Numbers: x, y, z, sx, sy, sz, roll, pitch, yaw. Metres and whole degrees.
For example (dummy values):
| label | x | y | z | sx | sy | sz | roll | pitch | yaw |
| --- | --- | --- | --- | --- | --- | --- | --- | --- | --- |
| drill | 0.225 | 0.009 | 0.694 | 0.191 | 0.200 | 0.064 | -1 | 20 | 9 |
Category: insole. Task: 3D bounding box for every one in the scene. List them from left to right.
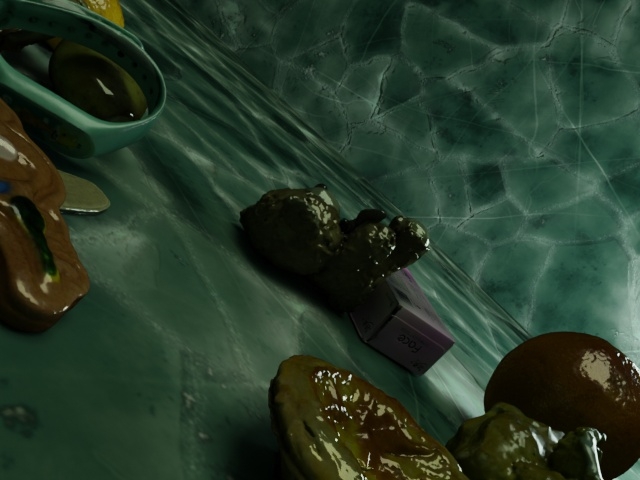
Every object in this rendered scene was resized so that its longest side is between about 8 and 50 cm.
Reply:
| label | x | y | z | sx | sy | sz | roll | pitch | yaw |
| --- | --- | --- | --- | --- | --- | --- | --- | --- | --- |
| insole | -0.298 | -0.059 | 0.684 | 0.081 | 0.011 | 0.248 | 46 | 13 | 14 |

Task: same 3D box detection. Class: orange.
| label | x | y | z | sx | sy | sz | roll | pitch | yaw |
| --- | --- | --- | --- | --- | --- | --- | --- | --- | --- |
| orange | 0.403 | 0.279 | 1.137 | 0.264 | 0.264 | 0.264 | 40 | 12 | -10 |

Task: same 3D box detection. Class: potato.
| label | x | y | z | sx | sy | sz | roll | pitch | yaw |
| --- | --- | --- | --- | --- | --- | --- | --- | --- | --- |
| potato | -0.317 | -0.228 | 0.987 | 0.149 | 0.113 | 0.251 | 41 | 22 | -36 |

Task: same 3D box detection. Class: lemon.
| label | x | y | z | sx | sy | sz | roll | pitch | yaw |
| --- | --- | --- | --- | --- | --- | --- | --- | --- | --- |
| lemon | -0.406 | -0.377 | 1.150 | 0.187 | 0.142 | 0.142 | 47 | 12 | 35 |

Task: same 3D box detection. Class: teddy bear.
| label | x | y | z | sx | sy | sz | roll | pitch | yaw |
| --- | --- | --- | --- | --- | --- | --- | --- | --- | --- |
| teddy bear | 0.000 | 0.000 | 1.083 | 0.256 | 0.156 | 0.267 | 36 | -26 | -30 |

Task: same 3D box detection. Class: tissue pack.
| label | x | y | z | sx | sy | sz | roll | pitch | yaw |
| --- | --- | --- | --- | --- | --- | --- | --- | --- | --- |
| tissue pack | 0.121 | 0.110 | 1.210 | 0.149 | 0.092 | 0.246 | 34 | 14 | -27 |

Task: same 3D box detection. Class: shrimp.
| label | x | y | z | sx | sy | sz | roll | pitch | yaw |
| --- | --- | --- | --- | --- | --- | --- | --- | --- | --- |
| shrimp | -0.420 | -0.293 | 0.925 | 0.146 | 0.061 | 0.267 | 3 | 32 | 12 |

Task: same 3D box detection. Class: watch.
| label | x | y | z | sx | sy | sz | roll | pitch | yaw |
| --- | --- | --- | --- | --- | --- | --- | --- | --- | --- |
| watch | -0.305 | -0.204 | 0.826 | 0.237 | 0.068 | 0.195 | 29 | 50 | -20 |

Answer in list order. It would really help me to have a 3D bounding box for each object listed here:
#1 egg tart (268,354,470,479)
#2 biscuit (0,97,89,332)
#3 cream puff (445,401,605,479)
| label | x | y | z | sx | sy | sz | roll | pitch | yaw |
| --- | --- | --- | --- | --- | --- | --- | --- | --- | --- |
| egg tart | 0.038 | 0.204 | 0.600 | 0.241 | 0.106 | 0.241 | 37 | 12 | -9 |
| biscuit | -0.300 | -0.064 | 0.572 | 0.202 | 0.047 | 0.333 | 30 | 20 | -45 |
| cream puff | 0.279 | 0.306 | 0.818 | 0.282 | 0.185 | 0.282 | 36 | 12 | -9 |
